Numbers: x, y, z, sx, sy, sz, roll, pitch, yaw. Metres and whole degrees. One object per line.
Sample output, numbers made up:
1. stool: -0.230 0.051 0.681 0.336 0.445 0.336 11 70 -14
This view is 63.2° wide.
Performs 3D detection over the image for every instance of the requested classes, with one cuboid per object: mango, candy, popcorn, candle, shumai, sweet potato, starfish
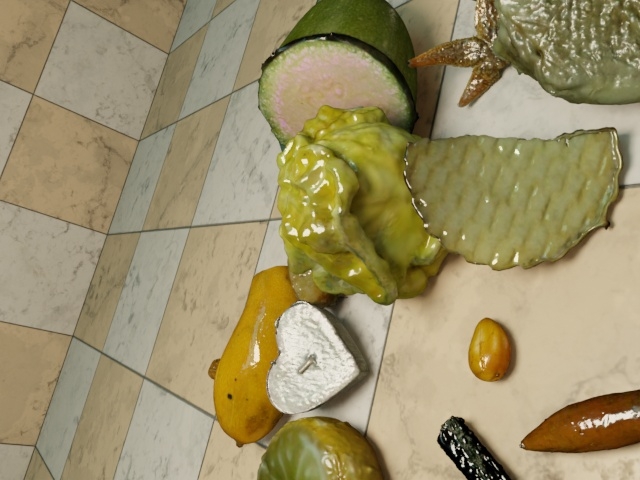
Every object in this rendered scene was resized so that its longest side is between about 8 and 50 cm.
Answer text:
1. mango: -0.112 0.223 1.026 0.187 0.144 0.359 17 89 48
2. candy: -0.005 0.412 0.818 0.260 0.118 0.260 -25 58 47
3. mango: 0.227 0.146 0.706 0.060 0.046 0.089 -30 45 42
4. popcorn: 0.063 -0.048 0.841 0.312 0.312 0.312 -29 50 42
5. candle: -0.003 0.207 0.895 0.168 0.068 0.192 9 83 22
6. shumai: 0.371 -0.291 0.685 0.260 0.222 0.225 30 111 19
7. sweet potato: 0.330 0.182 0.545 0.264 0.057 0.057 -33 47 34
8. starfish: 0.274 -0.341 0.847 0.247 0.138 0.050 -46 11 23

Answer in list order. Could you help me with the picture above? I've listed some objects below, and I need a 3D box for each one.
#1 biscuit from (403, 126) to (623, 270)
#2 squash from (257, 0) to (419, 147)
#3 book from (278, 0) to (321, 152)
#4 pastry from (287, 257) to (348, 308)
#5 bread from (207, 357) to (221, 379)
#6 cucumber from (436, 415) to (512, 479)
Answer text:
1. biscuit: 0.246 -0.053 0.686 0.273 0.036 0.187 2 87 12
2. squash: 0.071 -0.339 1.036 0.310 0.310 0.309 -24 32 45
3. book: -0.037 -0.430 1.319 0.379 0.031 0.264 -60 29 31
4. pastry: -0.012 0.061 0.994 0.081 0.153 0.153 -23 51 21
5. bread: -0.211 0.301 1.207 0.157 0.044 0.052 -14 55 49
6. cucumber: 0.205 0.293 0.652 0.053 0.053 0.181 -56 39 16
